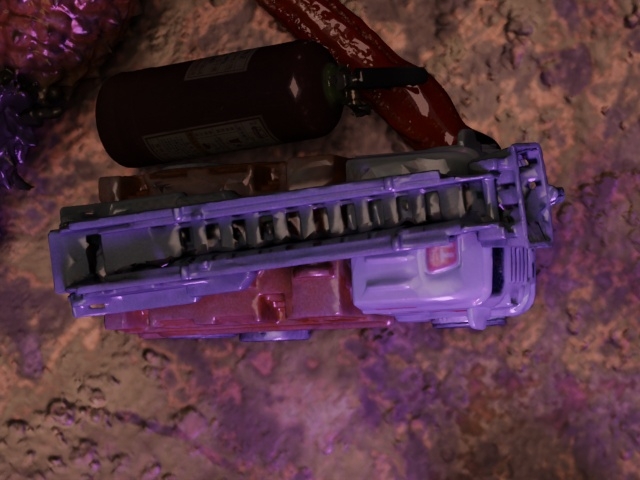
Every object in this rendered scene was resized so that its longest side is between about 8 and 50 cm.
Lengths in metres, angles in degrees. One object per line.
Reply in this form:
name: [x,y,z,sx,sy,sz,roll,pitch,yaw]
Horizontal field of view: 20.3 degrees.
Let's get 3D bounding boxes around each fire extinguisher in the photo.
fire extinguisher: [-0.040,-0.101,1.271,0.231,0.099,0.071,-8,90,27]

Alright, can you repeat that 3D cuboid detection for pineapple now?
pineapple: [-0.225,-0.113,1.298,0.128,0.128,0.248,28,94,6]

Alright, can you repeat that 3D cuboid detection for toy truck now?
toy truck: [0.000,0.000,1.208,0.338,0.184,0.133,-4,87,19]

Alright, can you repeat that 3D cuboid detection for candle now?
candle: [0.022,-0.141,1.310,0.329,0.048,0.051,44,98,7]
